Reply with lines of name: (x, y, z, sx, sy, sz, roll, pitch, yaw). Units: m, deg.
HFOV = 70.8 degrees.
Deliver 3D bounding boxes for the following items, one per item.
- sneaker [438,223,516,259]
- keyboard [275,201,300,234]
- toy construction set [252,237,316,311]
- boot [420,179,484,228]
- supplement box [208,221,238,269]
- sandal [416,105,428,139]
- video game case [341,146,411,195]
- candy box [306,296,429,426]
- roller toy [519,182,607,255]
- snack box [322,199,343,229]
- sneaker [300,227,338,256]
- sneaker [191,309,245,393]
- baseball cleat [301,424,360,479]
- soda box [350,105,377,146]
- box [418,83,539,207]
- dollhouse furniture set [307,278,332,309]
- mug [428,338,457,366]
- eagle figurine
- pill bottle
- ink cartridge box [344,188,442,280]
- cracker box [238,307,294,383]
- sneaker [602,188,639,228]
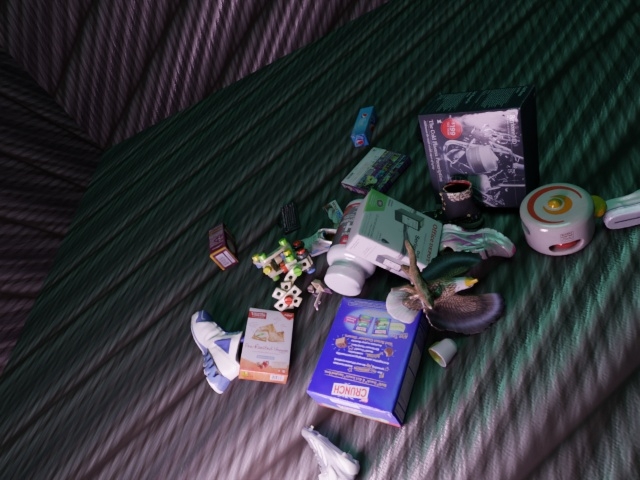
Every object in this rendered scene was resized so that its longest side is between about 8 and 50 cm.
sneaker: (0.478, 0.028, 1.407, 0.252, 0.103, 0.111, 9, 61, 46)
keyboard: (-0.149, -0.097, 1.978, 0.108, 0.023, 0.180, -25, 41, 11)
toy construction set: (-0.130, 0.104, 1.654, 0.214, 0.151, 0.328, -29, 34, -2)
boot: (0.415, -0.120, 1.514, 0.236, 0.179, 0.085, 0, 51, 32)
supplement box: (-0.430, 0.023, 1.984, 0.080, 0.104, 0.188, -28, 42, 7)
sandal: (0.500, -0.451, 1.798, 0.168, 0.106, 0.446, -63, 17, 15)
video game case: (0.233, -0.287, 1.895, 0.210, 0.042, 0.232, 25, 68, 45)
candy box: (0.144, 0.339, 1.302, 0.267, 0.122, 0.317, 3, 52, 33)
roller toy: (0.690, -0.066, 1.311, 0.191, 0.146, 0.209, -47, 43, -14)
snack box: (0.063, -0.098, 1.841, 0.064, 0.022, 0.178, -29, 41, 4)
sneaker: (0.000, 0.000, 1.737, 0.228, 0.092, 0.088, -10, 48, 27)
sneaker: (-0.330, 0.365, 1.598, 0.182, 0.128, 0.316, -32, 48, -3)
baseball cleat: (0.006, 0.582, 1.200, 0.205, 0.072, 0.110, 15, 67, 45)
soda box: (0.209, -0.540, 2.130, 0.071, 0.067, 0.210, -4, 50, 30)
box: (0.524, -0.299, 1.470, 0.312, 0.344, 0.179, 6, 41, 37)
dollhouse furniture set: (-0.027, 0.186, 1.562, 0.090, 0.114, 0.081, 12, 67, 25)
mug: (0.342, 0.303, 1.257, 0.064, 0.062, 0.078, -37, 47, -15)
eagle figurine: (0.350, 0.135, 1.241, 0.225, 0.298, 0.227, 21, 99, 45)
pill bottle: (0.126, 0.025, 1.568, 0.176, 0.176, 0.319, -1, 51, 32)
ink cartridge box: (0.241, -0.013, 1.456, 0.115, 0.272, 0.199, 125, 167, -56)
cracker box: (-0.176, 0.344, 1.491, 0.155, 0.067, 0.233, 8, 47, -6)
sneaker: (0.921, -0.108, 1.241, 0.257, 0.094, 0.091, -11, 51, 26)
